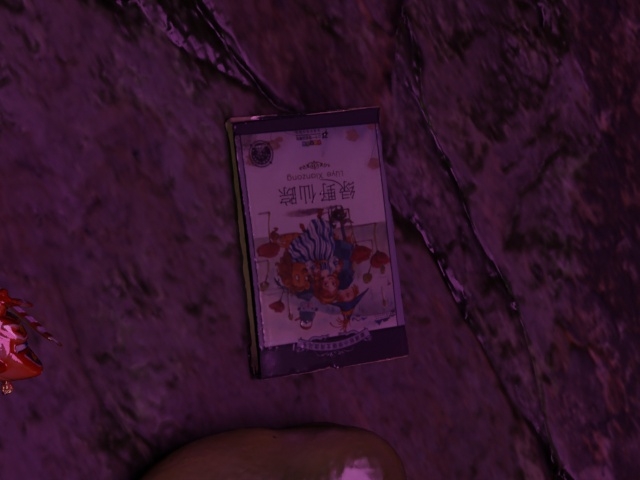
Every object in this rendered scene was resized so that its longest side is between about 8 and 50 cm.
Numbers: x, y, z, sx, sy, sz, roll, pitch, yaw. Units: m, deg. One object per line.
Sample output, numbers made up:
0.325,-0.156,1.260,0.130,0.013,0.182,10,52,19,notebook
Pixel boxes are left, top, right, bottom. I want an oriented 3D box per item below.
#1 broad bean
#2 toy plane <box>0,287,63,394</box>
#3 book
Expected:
-0.055,0.245,1.335,0.263,0.121,0.189,-17,103,-14,broad bean
-0.296,0.051,1.199,0.194,0.126,0.077,25,105,-29,toy plane
0.000,0.000,1.409,0.157,0.026,0.231,-7,92,-30,book
